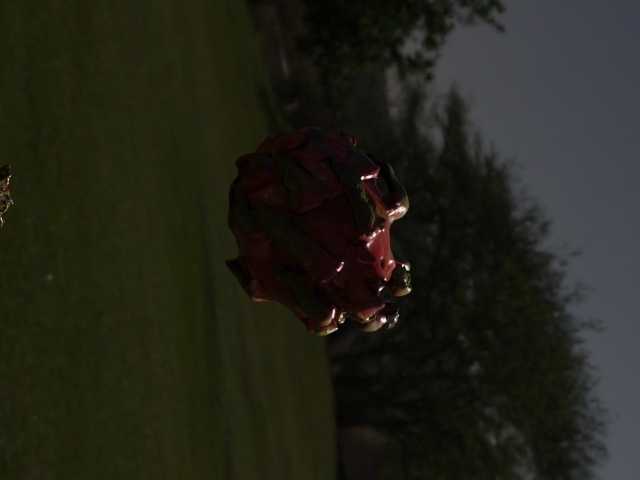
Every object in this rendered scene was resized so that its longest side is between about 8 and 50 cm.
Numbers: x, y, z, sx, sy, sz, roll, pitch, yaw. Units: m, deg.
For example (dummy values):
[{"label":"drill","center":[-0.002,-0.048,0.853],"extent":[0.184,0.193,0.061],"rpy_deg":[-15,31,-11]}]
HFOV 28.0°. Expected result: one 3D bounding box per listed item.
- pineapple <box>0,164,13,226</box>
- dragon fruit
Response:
[{"label":"pineapple","center":[-0.198,-0.010,0.674],"extent":[0.019,0.083,0.045],"rpy_deg":[-114,-168,-46]},{"label":"dragon fruit","center":[0.000,0.000,1.105],"extent":[0.166,0.160,0.172],"rpy_deg":[35,37,-57]}]
